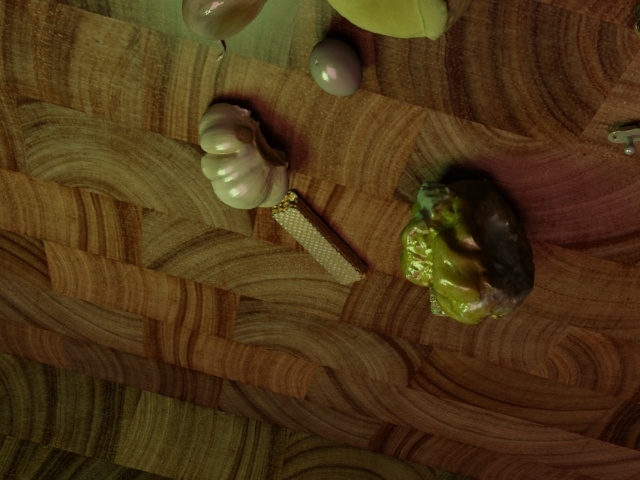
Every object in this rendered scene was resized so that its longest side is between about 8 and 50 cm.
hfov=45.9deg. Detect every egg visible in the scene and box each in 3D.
[{"bbox_3d":[0.033,-0.362,1.588,0.103,0.103,0.135,-12,139,31],"label":"egg"}]

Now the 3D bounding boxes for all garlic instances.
[{"bbox_3d":[-0.205,-0.181,1.844,0.203,0.185,0.281,-4,144,49],"label":"garlic"},{"bbox_3d":[-0.221,-0.466,1.559,0.148,0.129,0.266,41,148,-15],"label":"garlic"}]

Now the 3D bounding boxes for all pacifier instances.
[{"bbox_3d":[0.659,-0.211,1.617,0.083,0.064,0.068,-4,158,23],"label":"pacifier"}]

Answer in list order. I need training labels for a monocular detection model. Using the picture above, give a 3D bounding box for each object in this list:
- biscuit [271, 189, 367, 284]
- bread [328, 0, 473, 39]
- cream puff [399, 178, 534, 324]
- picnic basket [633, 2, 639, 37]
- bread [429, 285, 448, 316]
[{"bbox_3d":[0.000,0.000,2.120,0.094,0.054,0.379,-16,135,33],"label":"biscuit"},{"bbox_3d":[0.141,-0.501,1.271,0.320,0.237,0.321,22,149,14],"label":"bread"},{"bbox_3d":[0.334,0.032,1.842,0.275,0.378,0.378,-22,131,39],"label":"cream puff"},{"bbox_3d":[0.660,-0.398,1.354,0.115,0.080,0.164,37,139,-30],"label":"picnic basket"},{"bbox_3d":[0.363,0.109,2.036,0.138,0.196,0.102,3,135,13],"label":"bread"}]
